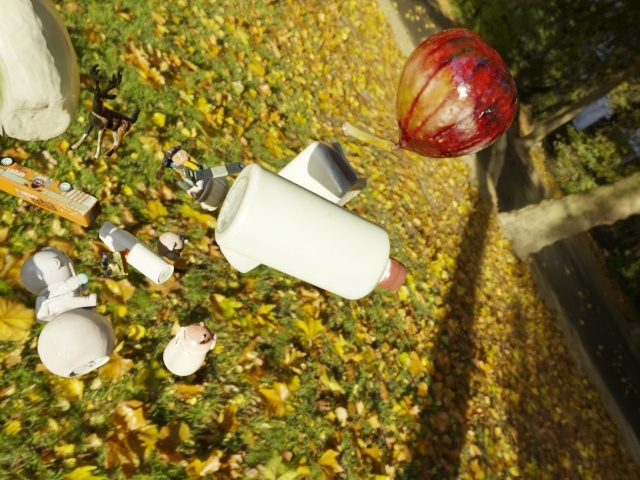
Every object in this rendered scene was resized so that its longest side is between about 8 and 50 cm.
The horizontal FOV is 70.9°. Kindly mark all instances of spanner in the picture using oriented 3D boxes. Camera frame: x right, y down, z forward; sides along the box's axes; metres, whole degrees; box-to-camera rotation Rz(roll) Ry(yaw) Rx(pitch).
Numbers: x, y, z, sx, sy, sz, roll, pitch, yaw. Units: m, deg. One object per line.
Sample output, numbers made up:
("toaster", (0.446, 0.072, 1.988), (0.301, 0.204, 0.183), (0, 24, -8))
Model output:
("spanner", (-0.373, -0.239, 1.550), (0.316, 0.024, 0.087), (-27, 87, -52))

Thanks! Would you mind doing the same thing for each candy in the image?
("candy", (-0.614, -0.415, 0.891), (0.186, 0.386, 0.427), (-27, 82, -32))
("candy", (-0.071, -0.084, 1.102), (0.145, 0.358, 0.208), (54, 25, 0))

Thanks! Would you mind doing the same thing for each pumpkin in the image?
("pumpkin", (-0.654, 0.074, 1.425), (0.054, 0.074, 0.083), (-47, 128, -79))

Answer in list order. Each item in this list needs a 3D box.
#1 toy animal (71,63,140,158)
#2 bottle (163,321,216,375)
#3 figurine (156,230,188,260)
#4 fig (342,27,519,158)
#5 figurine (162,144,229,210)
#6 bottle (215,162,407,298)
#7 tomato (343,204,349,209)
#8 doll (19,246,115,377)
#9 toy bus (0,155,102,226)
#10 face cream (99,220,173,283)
("toy animal", (-0.630, -0.371, 1.319), (0.087, 0.260, 0.243), (27, 8, -1))
("bottle", (-0.475, 0.388, 1.664), (0.147, 0.236, 0.148), (22, 43, -23))
("figurine", (-0.649, 0.023, 1.956), (0.125, 0.125, 0.138), (43, 31, -22))
("fig", (0.193, -0.201, 0.737), (0.203, 0.249, 0.186), (26, 24, -43))
("figurine", (-0.548, -0.285, 2.033), (0.204, 0.185, 0.332), (-20, 68, -43))
("bottle", (0.003, 0.003, 0.549), (0.245, 0.104, 0.104), (24, 43, -24))
("tomato", (0.000, 0.000, 1.513), (0.226, 0.299, 0.298), (42, 29, 13))
("doll", (-0.549, 0.143, 0.960), (0.151, 0.151, 0.287), (-11, 67, -57))
("toy bus", (-0.931, -0.173, 1.487), (0.408, 0.093, 0.092), (23, 54, 0))
("face cream", (-0.761, 0.045, 1.836), (0.345, 0.102, 0.102), (32, 29, 13))
